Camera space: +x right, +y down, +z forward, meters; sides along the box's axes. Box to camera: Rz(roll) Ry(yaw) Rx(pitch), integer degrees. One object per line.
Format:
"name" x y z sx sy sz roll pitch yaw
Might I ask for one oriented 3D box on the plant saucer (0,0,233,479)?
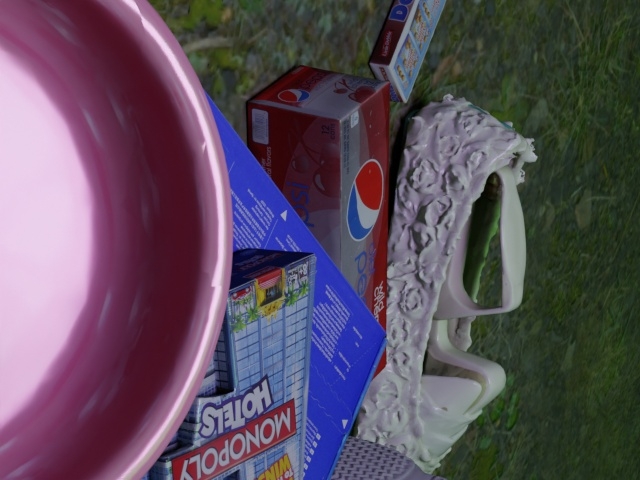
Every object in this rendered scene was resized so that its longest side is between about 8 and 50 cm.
"plant saucer" -0.202 0.000 0.924 0.332 0.084 0.332 -3 95 -34

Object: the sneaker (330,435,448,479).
"sneaker" 0.091 0.324 1.583 0.137 0.366 0.210 -5 115 -43

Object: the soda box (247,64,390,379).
"soda box" 0.000 0.000 1.527 0.092 0.083 0.263 -41 138 -53

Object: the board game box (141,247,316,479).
"board game box" -0.071 0.121 1.193 0.194 0.060 0.194 -24 113 -53

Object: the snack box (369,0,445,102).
"snack box" 0.090 -0.214 1.701 0.064 0.022 0.178 60 47 -58

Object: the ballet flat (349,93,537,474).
"ballet flat" 0.114 0.073 1.761 0.147 0.147 0.409 -14 115 -64

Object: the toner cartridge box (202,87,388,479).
"toner cartridge box" -0.079 0.038 1.292 0.348 0.075 0.165 54 52 -45
